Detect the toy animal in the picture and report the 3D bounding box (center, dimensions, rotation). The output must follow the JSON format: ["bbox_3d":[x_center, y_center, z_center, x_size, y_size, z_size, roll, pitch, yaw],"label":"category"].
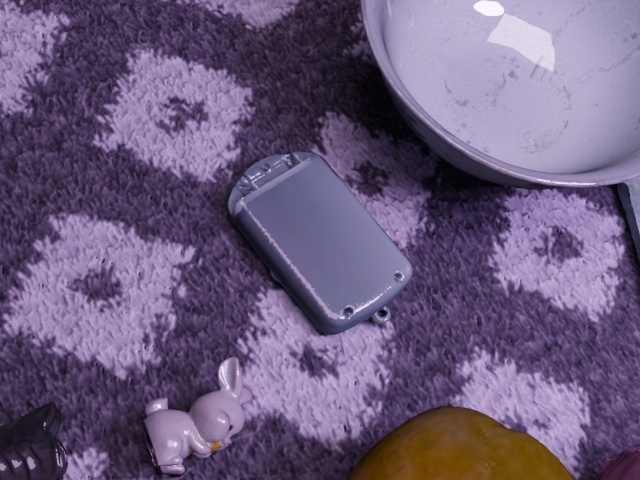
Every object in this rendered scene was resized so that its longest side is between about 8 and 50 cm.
[{"bbox_3d":[-0.121,0.189,0.975,0.124,0.071,0.085,-21,52,-11],"label":"toy animal"}]

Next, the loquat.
[{"bbox_3d":[0.136,0.301,0.874,0.276,0.276,0.284,23,60,0],"label":"loquat"}]

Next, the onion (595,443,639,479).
[{"bbox_3d":[0.369,0.366,0.946,0.267,0.159,0.348,12,78,-19],"label":"onion"}]

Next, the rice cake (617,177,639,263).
[{"bbox_3d":[0.417,0.010,1.188,0.043,0.034,0.211,-6,67,-4],"label":"rice cake"}]

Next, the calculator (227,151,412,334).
[{"bbox_3d":[0.000,0.000,1.101,0.141,0.045,0.246,-34,76,-24],"label":"calculator"}]

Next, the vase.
[{"bbox_3d":[-0.364,0.226,0.895,0.237,0.115,0.115,-8,67,-12],"label":"vase"}]

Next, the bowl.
[{"bbox_3d":[0.238,-0.216,1.168,0.435,0.196,0.435,4,65,-9],"label":"bowl"}]
